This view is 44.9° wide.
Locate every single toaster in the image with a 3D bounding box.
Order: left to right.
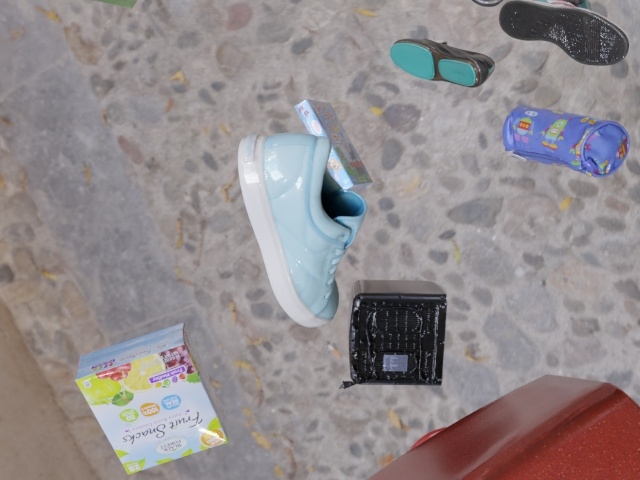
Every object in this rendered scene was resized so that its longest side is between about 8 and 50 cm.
[{"bbox_3d":[0.122,0.160,1.335,0.185,0.110,0.168,0,102,-1],"label":"toaster"}]

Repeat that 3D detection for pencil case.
[{"bbox_3d":[0.514,-0.215,1.671,0.119,0.306,0.133,41,86,-28],"label":"pencil case"}]

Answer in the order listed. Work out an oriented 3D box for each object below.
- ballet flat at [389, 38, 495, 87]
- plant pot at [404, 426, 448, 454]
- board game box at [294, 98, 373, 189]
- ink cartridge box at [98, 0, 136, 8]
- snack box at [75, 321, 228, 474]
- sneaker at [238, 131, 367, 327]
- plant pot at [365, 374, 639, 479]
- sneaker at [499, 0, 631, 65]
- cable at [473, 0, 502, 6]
[{"bbox_3d":[0.291,-0.420,1.816,0.280,0.096,0.095,31,141,40],"label":"ballet flat"},{"bbox_3d":[0.204,0.386,1.202,0.191,0.174,0.191,-3,66,7],"label":"plant pot"},{"bbox_3d":[0.032,-0.209,1.710,0.039,0.160,0.212,-31,86,20],"label":"board game box"},{"bbox_3d":[-0.341,-0.558,1.527,0.056,0.171,0.235,34,107,8],"label":"ink cartridge box"},{"bbox_3d":[-0.259,0.251,1.218,0.174,0.070,0.207,-19,120,0],"label":"snack box"},{"bbox_3d":[0.000,0.000,1.116,0.150,0.135,0.366,-4,139,15],"label":"sneaker"},{"bbox_3d":[0.175,0.248,0.578,0.235,0.267,0.267,-43,83,-5],"label":"plant pot"},{"bbox_3d":[0.555,-0.463,1.665,0.295,0.178,0.124,32,134,34],"label":"sneaker"},{"bbox_3d":[0.218,-0.534,1.402,0.139,0.072,0.287,-31,76,6],"label":"cable"}]
